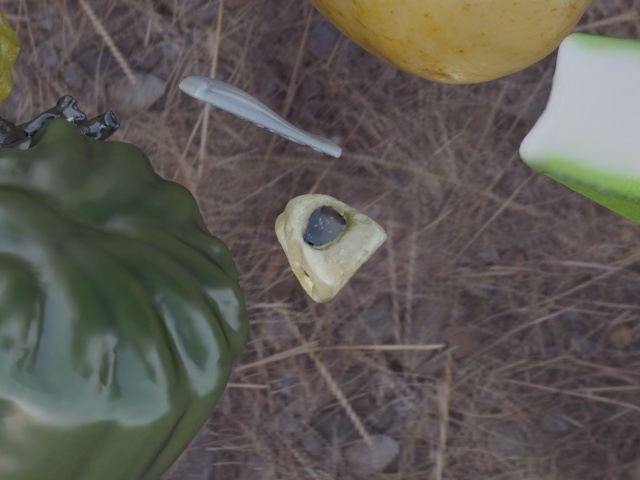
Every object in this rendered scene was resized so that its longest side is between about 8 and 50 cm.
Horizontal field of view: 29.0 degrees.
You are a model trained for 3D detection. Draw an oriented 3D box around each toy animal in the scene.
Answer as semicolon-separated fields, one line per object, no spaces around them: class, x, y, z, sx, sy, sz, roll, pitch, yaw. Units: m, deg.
toy animal;-0.291;-0.066;1.225;0.146;0.245;0.114;-28;83;-48

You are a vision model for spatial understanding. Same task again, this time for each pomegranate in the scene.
pomegranate;0.096;-0.273;0.983;0.307;0.307;0.307;3;80;-15

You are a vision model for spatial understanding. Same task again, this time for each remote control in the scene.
remote control;-0.055;-0.125;1.235;0.184;0.050;0.027;21;100;-37

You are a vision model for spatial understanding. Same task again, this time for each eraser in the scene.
eraser;0.279;-0.016;0.707;0.274;0.210;0.092;24;92;-34

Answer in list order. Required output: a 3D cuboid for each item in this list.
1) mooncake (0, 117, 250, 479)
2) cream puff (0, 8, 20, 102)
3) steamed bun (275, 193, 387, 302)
mooncake;-0.229;0.050;0.988;0.351;0.187;0.351;27;32;-19
cream puff;-0.540;-0.230;1.617;0.282;0.282;0.185;10;63;-14
steamed bun;0.000;0.000;1.964;0.155;0.172;0.141;43;71;3
